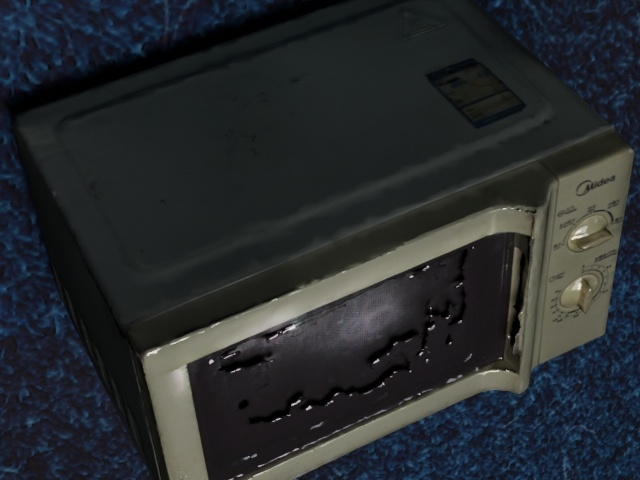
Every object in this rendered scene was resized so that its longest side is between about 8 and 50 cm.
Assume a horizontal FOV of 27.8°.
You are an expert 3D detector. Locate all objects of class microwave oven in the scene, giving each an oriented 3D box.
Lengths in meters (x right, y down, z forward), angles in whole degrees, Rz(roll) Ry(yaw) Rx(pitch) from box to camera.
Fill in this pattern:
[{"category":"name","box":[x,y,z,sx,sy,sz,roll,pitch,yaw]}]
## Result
[{"category":"microwave oven","box":[0.000,0.000,0.938,0.355,0.286,0.218,-23,137,-17]}]
